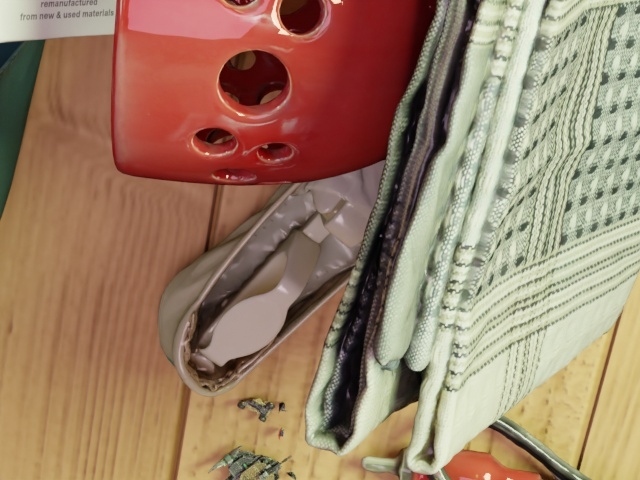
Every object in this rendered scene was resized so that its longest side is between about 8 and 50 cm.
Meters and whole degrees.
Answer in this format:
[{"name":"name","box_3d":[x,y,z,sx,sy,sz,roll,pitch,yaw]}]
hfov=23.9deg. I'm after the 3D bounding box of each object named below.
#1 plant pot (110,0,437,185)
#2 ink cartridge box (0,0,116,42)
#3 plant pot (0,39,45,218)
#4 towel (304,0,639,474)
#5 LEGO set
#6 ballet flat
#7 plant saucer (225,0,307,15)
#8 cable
[{"name":"plant pot","box_3d":[-0.007,-0.117,0.730,0.174,0.191,0.191,6,111,-1]},{"name":"ink cartridge box","box_3d":[-0.174,-0.231,0.742,0.172,0.100,0.237,18,109,33]},{"name":"plant pot","box_3d":[-0.268,-0.017,0.849,0.165,0.165,0.234,15,118,-1]},{"name":"towel","box_3d":[0.125,-0.059,0.724,0.056,0.324,0.312,27,113,26]},{"name":"LEGO set","box_3d":[-0.039,0.138,0.960,0.054,0.023,0.083,22,97,-6]},{"name":"ballet flat","box_3d":[0.000,0.000,0.870,0.086,0.086,0.248,42,108,-11]},{"name":"plant saucer","box_3d":[0.024,-0.196,0.819,0.200,0.037,0.200,1,111,3]},{"name":"cable","box_3d":[0.163,0.168,0.949,0.287,0.072,0.139,-1,93,-8]}]
